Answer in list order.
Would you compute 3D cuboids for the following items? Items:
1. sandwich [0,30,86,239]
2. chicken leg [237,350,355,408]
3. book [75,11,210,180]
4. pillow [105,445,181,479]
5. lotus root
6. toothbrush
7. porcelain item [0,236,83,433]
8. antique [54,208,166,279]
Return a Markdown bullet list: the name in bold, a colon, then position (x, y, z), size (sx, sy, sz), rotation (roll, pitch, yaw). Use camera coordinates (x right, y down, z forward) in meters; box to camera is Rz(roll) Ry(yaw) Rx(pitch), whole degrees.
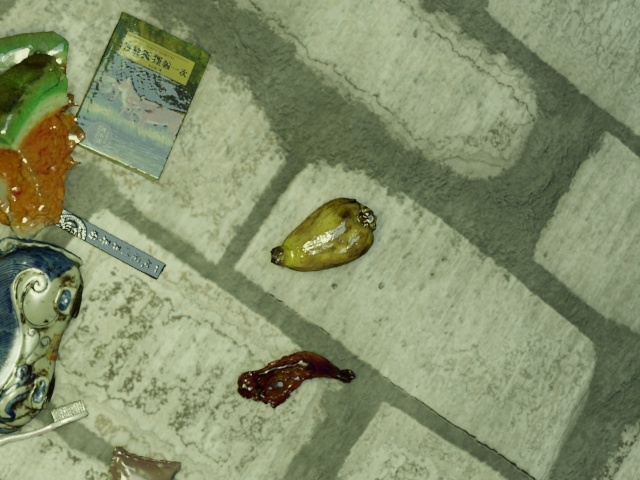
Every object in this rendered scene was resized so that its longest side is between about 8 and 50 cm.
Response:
- **sandwich**: position (-0.460, -0.150, 1.644), size (0.250, 0.162, 0.301), rotation (-16, 90, -16)
- **chicken leg**: position (-0.040, 0.223, 1.840), size (0.205, 0.053, 0.093), rotation (-13, 115, -14)
- **book**: position (-0.289, -0.230, 1.785), size (0.160, 0.024, 0.228), rotation (25, 79, -15)
- **pillow**: position (-0.299, 0.416, 1.733), size (0.118, 0.043, 0.185), rotation (24, 79, -20)
- **lotus root**: position (0.000, 0.000, 1.848), size (0.190, 0.094, 0.108), rotation (-26, 72, -12)
- **toothbrush**: position (-0.498, 0.305, 1.675), size (0.307, 0.025, 0.030), rotation (-19, 85, -21)
- **porcelain item**: position (-0.464, 0.135, 1.652), size (0.186, 0.138, 0.288), rotation (17, 86, -6)
- **antique**: position (-0.333, 0.006, 1.759), size (0.192, 0.015, 0.031), rotation (30, 77, -16)
